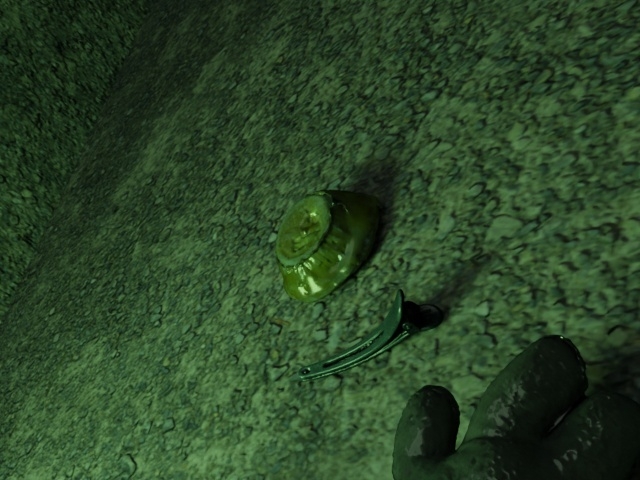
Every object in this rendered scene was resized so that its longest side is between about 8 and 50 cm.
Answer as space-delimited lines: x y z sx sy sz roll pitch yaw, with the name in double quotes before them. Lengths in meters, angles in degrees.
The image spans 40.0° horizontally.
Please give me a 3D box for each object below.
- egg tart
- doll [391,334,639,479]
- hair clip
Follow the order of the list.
"egg tart" 0.000 0.000 1.289 0.197 0.078 0.197 -35 39 34
"doll" 0.150 0.253 0.804 0.340 0.158 0.246 -45 60 -10
"hair clip" 0.054 0.135 1.115 0.229 0.070 0.039 -41 36 38
